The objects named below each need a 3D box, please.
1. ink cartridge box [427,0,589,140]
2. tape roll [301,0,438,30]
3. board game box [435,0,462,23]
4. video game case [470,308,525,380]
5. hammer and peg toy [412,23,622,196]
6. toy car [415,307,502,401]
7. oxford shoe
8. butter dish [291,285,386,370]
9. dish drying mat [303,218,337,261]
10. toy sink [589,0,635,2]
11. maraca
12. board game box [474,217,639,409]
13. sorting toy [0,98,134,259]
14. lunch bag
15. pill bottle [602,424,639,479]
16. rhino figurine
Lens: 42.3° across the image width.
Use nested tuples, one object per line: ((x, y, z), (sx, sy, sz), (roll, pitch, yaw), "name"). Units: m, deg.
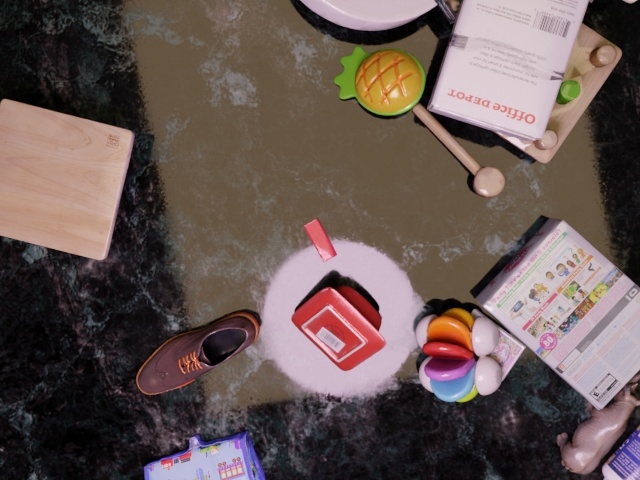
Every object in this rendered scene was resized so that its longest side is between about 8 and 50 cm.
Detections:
((0.318, -0.325, 1.417), (0.197, 0.114, 0.272), (18, 94, 2), "ink cartridge box")
((0.091, -0.580, 1.493), (0.392, 0.072, 0.391), (0, 91, -16), "tape roll")
((0.271, -0.497, 1.497), (0.186, 0.026, 0.126), (-40, 101, -13), "board game box")
((0.326, 0.203, 1.602), (0.122, 0.011, 0.087), (38, 117, 24), "video game case")
((0.351, -0.271, 1.539), (0.266, 0.127, 0.361), (34, 95, -1), "hammer and peg toy")
((0.249, 0.224, 1.564), (0.159, 0.136, 0.181), (-2, 96, 32), "toy car")
((-0.251, 0.225, 1.622), (0.271, 0.098, 0.096), (-32, 93, 5), "oxford shoe")
((0.051, 0.148, 1.600), (0.160, 0.118, 0.160), (44, 136, -3), "butter dish")
((0.000, 0.000, 1.638), (0.032, 0.008, 0.083), (-29, 92, 4), "dish drying mat")
((0.501, -0.537, 1.504), (0.234, 0.131, 0.152), (33, 96, 7), "toy sink")
((0.112, -0.305, 1.566), (0.186, 0.099, 0.127), (20, 90, 26), "maraca")
((0.488, 0.138, 1.586), (0.303, 0.097, 0.224), (42, 94, -3), "board game box")
((-0.506, -0.118, 1.609), (0.257, 0.089, 0.255), (14, 96, 1), "sorting toy")
((-0.216, 0.532, 1.645), (0.221, 0.138, 0.293), (-19, 85, 7), "lunch bag")
((0.615, 0.448, 1.599), (0.112, 0.112, 0.186), (40, 95, -1), "pill bottle")
((0.549, 0.352, 1.595), (0.073, 0.106, 0.243), (38, 96, -2), "rhino figurine")
